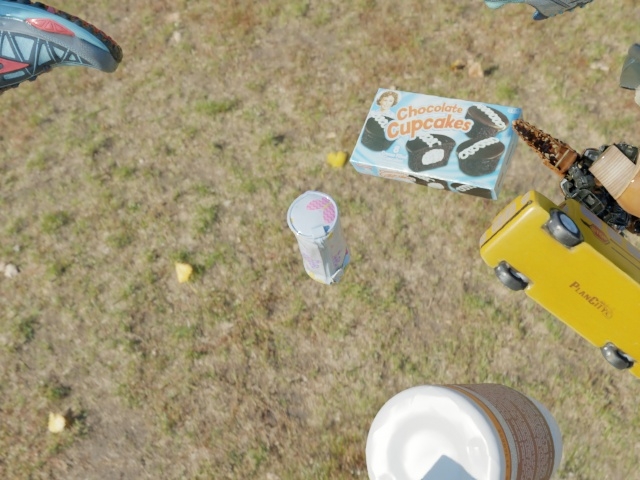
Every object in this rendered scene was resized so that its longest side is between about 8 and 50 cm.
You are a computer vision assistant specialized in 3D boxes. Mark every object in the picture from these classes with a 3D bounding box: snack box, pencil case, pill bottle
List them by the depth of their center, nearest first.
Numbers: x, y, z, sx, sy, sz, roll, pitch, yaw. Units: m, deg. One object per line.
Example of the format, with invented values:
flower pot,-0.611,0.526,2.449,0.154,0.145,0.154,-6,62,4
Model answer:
pill bottle,0.264,0.356,1.227,0.224,0.392,0.224,-7,77,33
snack box,0.241,-0.208,1.518,0.322,0.060,0.187,14,74,28
pencil case,0.000,0.000,1.625,0.114,0.273,0.124,-3,63,7

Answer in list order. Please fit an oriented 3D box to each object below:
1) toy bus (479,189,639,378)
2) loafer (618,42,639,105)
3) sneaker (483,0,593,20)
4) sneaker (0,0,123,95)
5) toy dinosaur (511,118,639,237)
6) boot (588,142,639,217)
toy bus,0.365,0.058,0.934,0.333,0.108,0.130,36,34,-8
loafer,0.610,-0.256,1.252,0.102,0.092,0.268,9,32,-15
sneaker,0.373,-0.401,1.104,0.283,0.122,0.110,1,51,-13
sneaker,-0.352,-0.202,0.792,0.262,0.125,0.104,10,9,-7
toy dinosaur,0.455,-0.088,1.197,0.322,0.164,0.218,14,12,2
boot,0.456,-0.104,0.894,0.152,0.197,0.073,43,36,6
